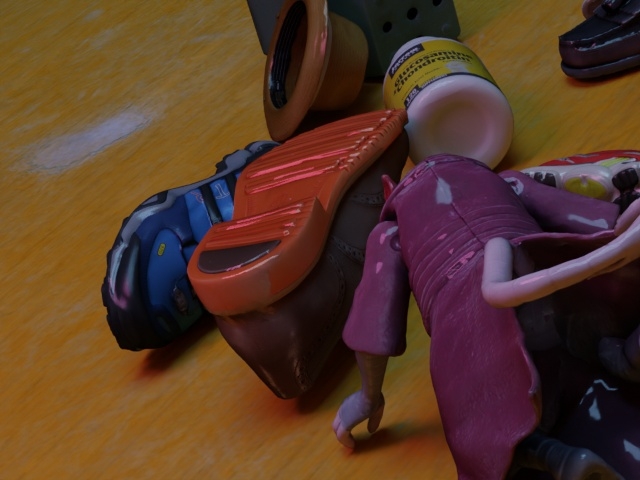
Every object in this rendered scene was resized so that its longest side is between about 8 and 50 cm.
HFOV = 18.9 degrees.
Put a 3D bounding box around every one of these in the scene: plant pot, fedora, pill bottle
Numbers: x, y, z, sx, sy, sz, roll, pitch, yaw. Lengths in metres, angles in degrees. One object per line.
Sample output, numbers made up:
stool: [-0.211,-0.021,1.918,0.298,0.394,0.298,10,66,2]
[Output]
plant pot: [0.038,-0.278,2.122,0.165,0.165,0.234,-29,33,-18]
fedora: [-0.001,-0.186,1.999,0.079,0.194,0.194,10,17,-16]
pill bottle: [0.114,-0.130,1.800,0.103,0.103,0.184,-21,23,1]

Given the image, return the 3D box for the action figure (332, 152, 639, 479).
action figure: [0.102,0.035,1.275,0.248,0.276,0.370,-29,38,-4]

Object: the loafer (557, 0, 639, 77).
loafer: [0.360,-0.256,1.876,0.302,0.095,0.109,-24,23,-8]

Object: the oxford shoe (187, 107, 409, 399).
oxford shoe: [0.000,0.000,1.584,0.130,0.133,0.364,-13,22,29]

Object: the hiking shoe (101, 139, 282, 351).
hiking shoe: [-0.073,-0.008,1.679,0.132,0.113,0.304,-3,29,37]

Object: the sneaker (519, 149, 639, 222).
sneaker: [0.266,-0.035,1.476,0.118,0.107,0.279,-27,25,-37]

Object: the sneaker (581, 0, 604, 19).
sneaker: [0.321,-0.255,1.973,0.118,0.042,0.067,-13,28,0]
